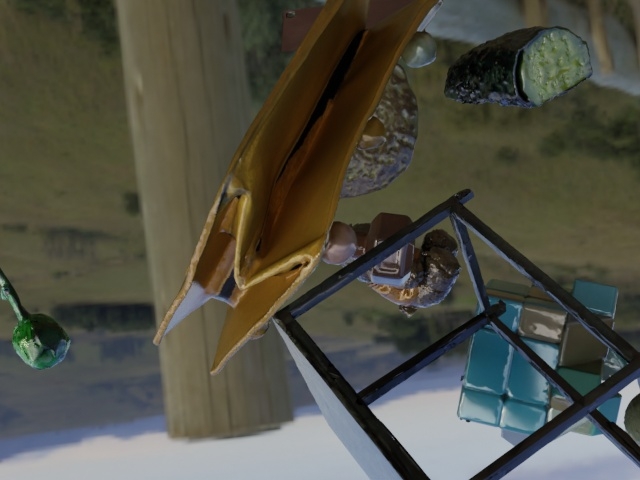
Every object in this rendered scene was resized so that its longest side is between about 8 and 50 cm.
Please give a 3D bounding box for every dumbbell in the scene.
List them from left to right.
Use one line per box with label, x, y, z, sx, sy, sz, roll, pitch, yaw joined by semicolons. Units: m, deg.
dumbbell;0.000;0.000;1.351;0.231;0.092;0.082;7;-166;6

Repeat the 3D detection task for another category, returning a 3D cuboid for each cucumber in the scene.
cucumber;0.169;-0.166;1.025;0.078;0.062;0.211;-26;-165;-8

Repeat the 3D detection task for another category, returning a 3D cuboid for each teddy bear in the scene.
teddy bear;0.119;0.035;1.753;0.190;0.140;0.177;27;-161;-8

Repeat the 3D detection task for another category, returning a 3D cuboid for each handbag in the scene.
handbag;-0.020;-0.079;1.108;0.133;0.401;0.283;30;141;-8

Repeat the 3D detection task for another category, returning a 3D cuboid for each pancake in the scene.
pancake;0.045;-0.177;1.629;0.212;0.235;0.029;17;178;-14

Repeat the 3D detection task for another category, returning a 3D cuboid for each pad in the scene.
pad;0.042;-0.284;1.449;0.188;0.006;0.113;-6;-141;5

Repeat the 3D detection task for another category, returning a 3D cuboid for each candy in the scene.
candy;-0.546;0.081;1.918;0.097;0.323;0.097;-28;-168;6

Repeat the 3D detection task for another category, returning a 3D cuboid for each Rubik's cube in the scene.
Rubik's cube;0.309;0.175;1.512;0.213;0.265;0.224;12;-169;13

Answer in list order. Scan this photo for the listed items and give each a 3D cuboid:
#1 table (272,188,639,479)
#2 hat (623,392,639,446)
table;0.164;0.162;1.190;0.272;0.222;0.335;-32;-137;-10
hat;0.456;0.243;1.378;0.130;0.257;0.257;-34;166;16
